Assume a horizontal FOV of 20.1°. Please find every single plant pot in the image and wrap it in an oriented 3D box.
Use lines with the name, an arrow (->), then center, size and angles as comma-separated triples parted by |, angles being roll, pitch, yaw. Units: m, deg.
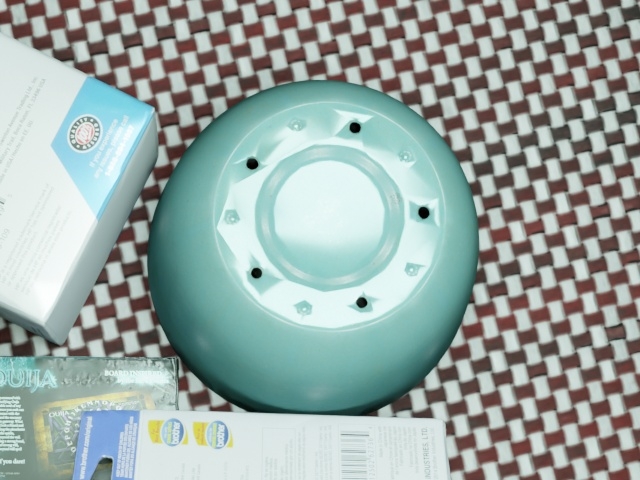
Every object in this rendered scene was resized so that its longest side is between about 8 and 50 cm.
plant pot -> 0.000, 0.000, 1.494 | 0.293, 0.235, 0.293 | 1, 82, -4

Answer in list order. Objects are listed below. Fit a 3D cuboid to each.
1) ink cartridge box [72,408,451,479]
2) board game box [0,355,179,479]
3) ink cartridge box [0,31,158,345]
ink cartridge box -> -0.047, 0.221, 1.464 | 0.311, 0.065, 0.186 | 4, 38, -4
board game box -> -0.216, 0.162, 1.558 | 0.186, 0.026, 0.126 | 1, 81, -4
ink cartridge box -> -0.298, -0.065, 1.501 | 0.270, 0.197, 0.198 | 27, 81, 0
